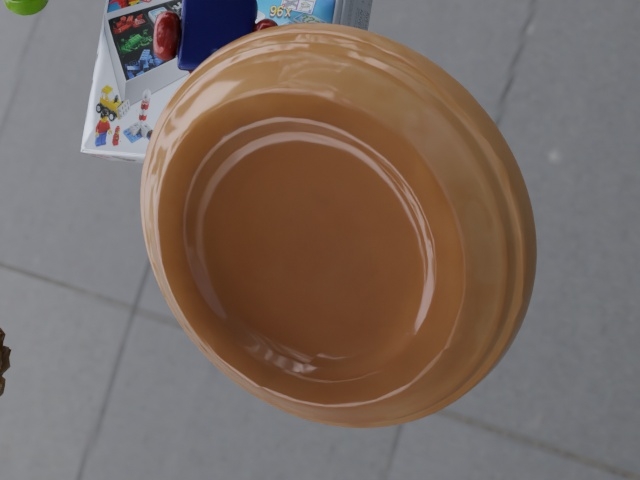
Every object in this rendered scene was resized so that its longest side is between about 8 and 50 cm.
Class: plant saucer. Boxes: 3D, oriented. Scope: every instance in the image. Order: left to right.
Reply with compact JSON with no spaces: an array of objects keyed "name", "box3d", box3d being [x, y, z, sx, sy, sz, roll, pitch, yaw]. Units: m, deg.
[{"name":"plant saucer","box3d":[0.000,0.000,0.805,0.200,0.200,0.037,-46,-3,31]}]

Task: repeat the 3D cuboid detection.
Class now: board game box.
[{"name":"board game box","box3d":[-0.096,-0.166,1.692,0.305,0.053,0.193,7,86,37]}]

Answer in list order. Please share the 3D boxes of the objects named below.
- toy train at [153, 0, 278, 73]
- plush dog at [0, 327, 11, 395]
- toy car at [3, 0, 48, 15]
[{"name":"toy train","box3d":[-0.091,-0.150,1.503,0.143,0.105,0.248,103,170,-72]},{"name":"plush dog","box3d":[-0.234,0.078,0.706,0.225,0.210,0.262,107,174,-49]},{"name":"toy car","box3d":[-0.358,-0.350,1.809,0.155,0.148,0.188,96,165,-61]}]
